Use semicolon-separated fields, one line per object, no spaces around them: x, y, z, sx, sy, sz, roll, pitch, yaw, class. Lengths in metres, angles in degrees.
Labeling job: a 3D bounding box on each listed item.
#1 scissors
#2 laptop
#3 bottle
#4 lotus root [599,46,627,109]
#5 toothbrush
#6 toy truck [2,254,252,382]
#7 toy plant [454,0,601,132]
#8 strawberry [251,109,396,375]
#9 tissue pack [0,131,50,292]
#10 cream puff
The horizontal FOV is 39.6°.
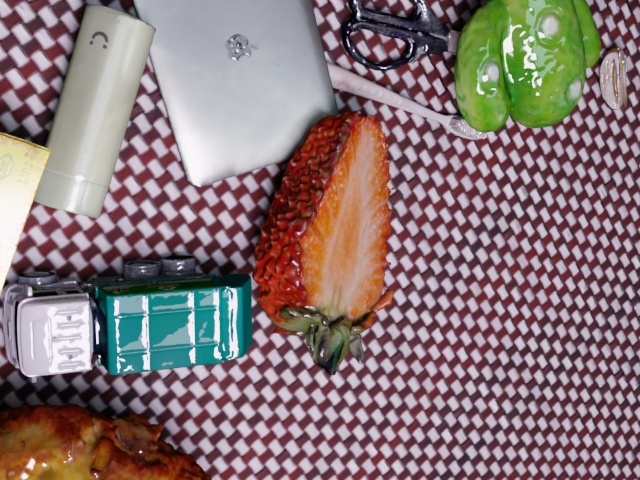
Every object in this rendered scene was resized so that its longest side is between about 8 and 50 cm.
0.162;-0.239;1.078;0.300;0.022;0.109;8;99;-26;scissors
-0.090;-0.208;0.958;0.188;0.015;0.269;-18;106;-12;laptop
-0.227;-0.127;0.889;0.072;0.072;0.201;16;91;-26;bottle
0.388;-0.215;1.181;0.037;0.030;0.083;-25;115;-52;lotus root
0.073;-0.171;1.043;0.307;0.029;0.025;17;95;-26;toothbrush
-0.188;0.081;0.917;0.253;0.124;0.114;-4;98;-26;toy truck
0.243;-0.286;1.032;0.224;0.184;0.315;-16;113;-34;toy plant
0.000;0.000;0.992;0.188;0.106;0.286;7;91;-54;strawberry
-0.321;-0.017;0.850;0.062;0.095;0.176;18;91;-25;tissue pack
-0.242;0.316;0.868;0.351;0.228;0.350;0;98;0;cream puff
